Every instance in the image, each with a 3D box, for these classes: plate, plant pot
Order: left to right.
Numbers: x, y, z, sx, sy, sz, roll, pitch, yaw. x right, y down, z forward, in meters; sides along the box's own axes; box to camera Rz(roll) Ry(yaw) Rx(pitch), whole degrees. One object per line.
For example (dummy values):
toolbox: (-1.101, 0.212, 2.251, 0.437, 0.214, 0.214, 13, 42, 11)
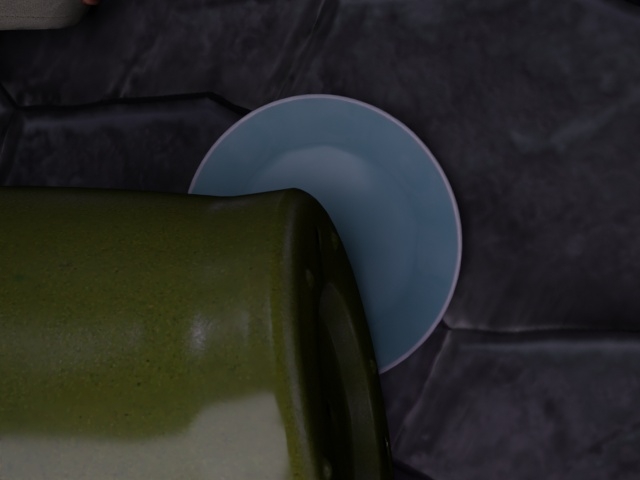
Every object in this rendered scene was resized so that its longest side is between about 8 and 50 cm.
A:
plant pot: (-0.150, 0.118, 0.601, 0.352, 0.366, 0.367, -11, 91, 11)
plate: (0.000, 0.000, 0.711, 0.188, 0.024, 0.188, 1, 95, 17)

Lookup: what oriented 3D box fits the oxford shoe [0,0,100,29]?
oxford shoe: (-0.167, -0.227, 0.709, 0.397, 0.140, 0.147, -25, 118, 11)
